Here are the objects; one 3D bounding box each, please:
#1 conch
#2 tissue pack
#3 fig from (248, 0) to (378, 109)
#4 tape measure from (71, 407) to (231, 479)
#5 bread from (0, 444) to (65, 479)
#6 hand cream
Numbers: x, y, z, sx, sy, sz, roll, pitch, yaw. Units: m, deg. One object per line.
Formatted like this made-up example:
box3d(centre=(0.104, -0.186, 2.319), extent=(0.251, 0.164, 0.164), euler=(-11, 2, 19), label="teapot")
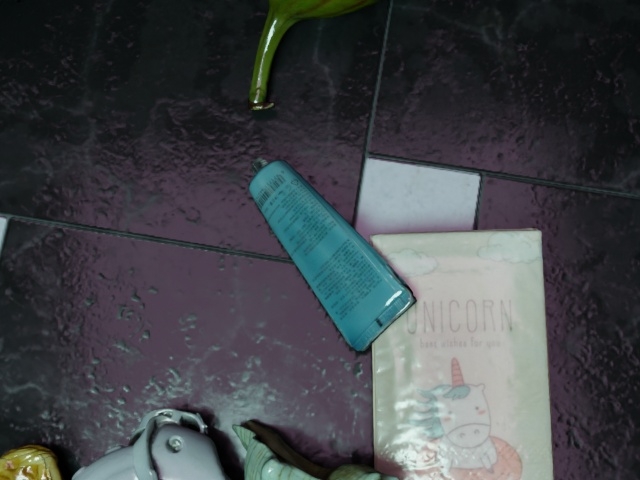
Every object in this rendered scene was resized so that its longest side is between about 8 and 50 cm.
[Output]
box3d(centre=(-0.014, 0.234, 0.749), extent=(0.234, 0.137, 0.114), euler=(17, 75, 24), label="conch")
box3d(centre=(0.134, 0.152, 0.827), extent=(0.170, 0.071, 0.325), euler=(-1, 80, 7), label="tissue pack")
box3d(centre=(-0.011, -0.262, 0.906), extent=(0.151, 0.151, 0.259), euler=(41, 111, 9), label="fig")
box3d(centre=(-0.148, 0.284, 0.785), extent=(0.197, 0.120, 0.236), euler=(-27, 74, -19), label="tape measure")
box3d(centre=(-0.281, 0.255, 0.841), extent=(0.083, 0.044, 0.110), euler=(-23, 78, 2), label="bread")
box3d(centre=(0.000, 0.000, 0.852), extent=(0.083, 0.048, 0.224), euler=(-45, 67, 18), label="hand cream")
